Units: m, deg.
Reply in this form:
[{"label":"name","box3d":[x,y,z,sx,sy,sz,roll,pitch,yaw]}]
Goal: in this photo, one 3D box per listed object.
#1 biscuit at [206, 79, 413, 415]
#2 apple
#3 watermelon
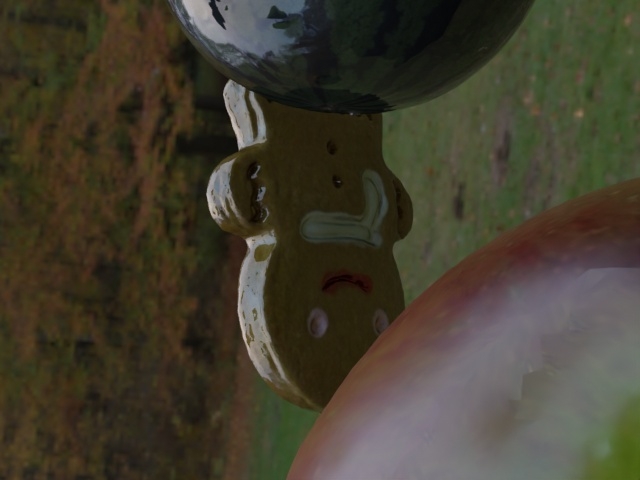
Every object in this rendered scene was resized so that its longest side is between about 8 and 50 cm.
[{"label":"biscuit","box3d":[0.002,0.000,0.811,0.035,0.184,0.248,-11,78,41]},{"label":"apple","box3d":[0.140,0.139,0.436,0.339,0.340,0.339,-174,90,-84]},{"label":"watermelon","box3d":[0.015,-0.169,0.614,0.212,0.212,0.212,-174,90,-84]}]
